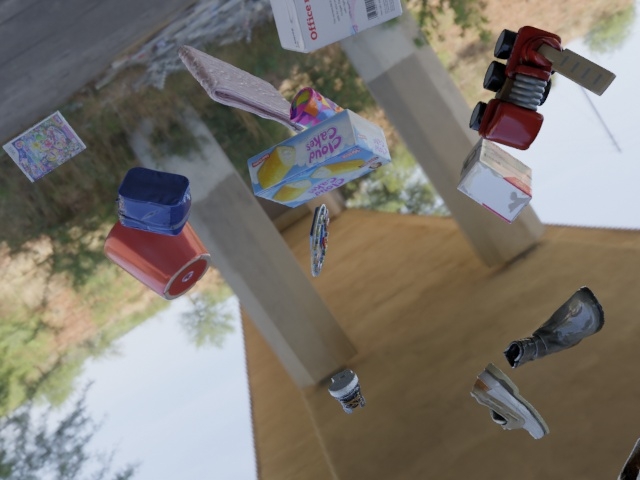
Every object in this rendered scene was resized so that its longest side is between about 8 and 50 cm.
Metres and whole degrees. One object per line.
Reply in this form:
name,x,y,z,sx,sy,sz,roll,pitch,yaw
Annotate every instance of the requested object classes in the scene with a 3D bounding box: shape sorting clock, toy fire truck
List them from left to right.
shape sorting clock,0.000,0.000,2.242,0.041,0.206,0.206,3,-166,6
toy fire truck,0.389,-0.264,1.418,0.246,0.159,0.216,-93,-159,-79

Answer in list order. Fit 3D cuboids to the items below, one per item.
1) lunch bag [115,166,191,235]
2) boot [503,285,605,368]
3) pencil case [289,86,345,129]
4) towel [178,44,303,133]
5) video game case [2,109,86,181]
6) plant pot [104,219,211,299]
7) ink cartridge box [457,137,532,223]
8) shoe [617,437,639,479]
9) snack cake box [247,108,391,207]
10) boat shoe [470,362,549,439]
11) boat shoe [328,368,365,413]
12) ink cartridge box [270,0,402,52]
lunch bag,-0.222,-0.048,1.052,0.067,0.099,0.065,-73,174,-46
boot,0.466,0.192,1.619,0.161,0.083,0.246,-22,154,-14
pencil case,0.030,-0.279,1.972,0.104,0.236,0.104,-37,-144,33
towel,-0.224,-0.426,2.257,0.053,0.317,0.332,-60,-143,16
video game case,-0.517,-0.176,1.499,0.122,0.087,0.011,-33,-151,0
plant pot,-0.488,0.036,2.480,0.275,0.243,0.275,-43,165,-14
ink cartridge box,0.469,-0.166,2.136,0.100,0.172,0.237,-55,-178,26
shoe,0.714,0.532,1.826,0.076,0.058,0.218,-120,-137,-57
snack cake box,-0.003,-0.170,1.707,0.265,0.089,0.152,-24,158,28
boat shoe,0.516,0.462,2.200,0.103,0.302,0.113,-45,-155,-4
boat shoe,0.065,0.332,1.720,0.065,0.083,0.183,-26,179,2
ink cartridge box,0.027,-0.564,1.792,0.278,0.201,0.117,-28,-150,-24
